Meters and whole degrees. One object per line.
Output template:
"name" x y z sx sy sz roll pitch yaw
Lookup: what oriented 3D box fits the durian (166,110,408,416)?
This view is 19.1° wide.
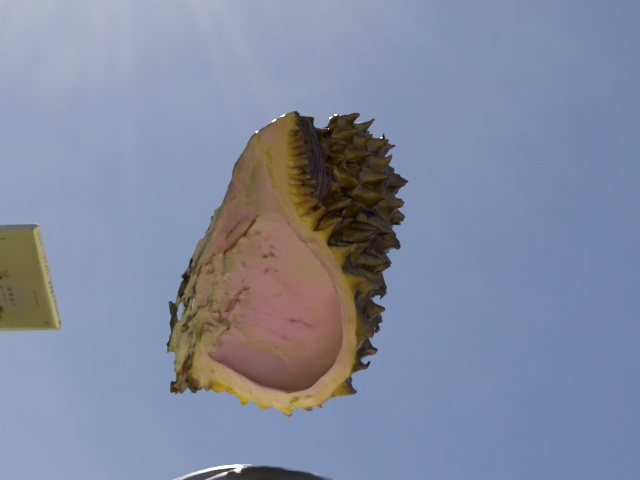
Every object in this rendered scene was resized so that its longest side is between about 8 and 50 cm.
"durian" 0.002 0.007 1.688 0.185 0.195 0.305 23 -64 20

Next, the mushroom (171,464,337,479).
"mushroom" -0.036 0.369 1.553 0.353 0.353 0.325 23 -14 16

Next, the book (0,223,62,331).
"book" -0.292 0.037 1.801 0.077 0.014 0.111 -1 -64 17
